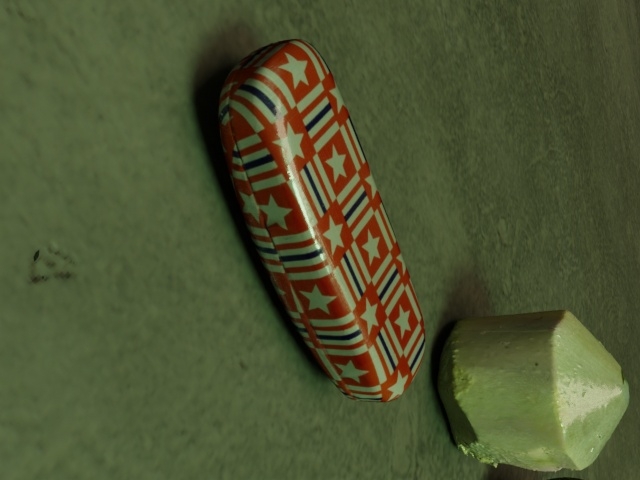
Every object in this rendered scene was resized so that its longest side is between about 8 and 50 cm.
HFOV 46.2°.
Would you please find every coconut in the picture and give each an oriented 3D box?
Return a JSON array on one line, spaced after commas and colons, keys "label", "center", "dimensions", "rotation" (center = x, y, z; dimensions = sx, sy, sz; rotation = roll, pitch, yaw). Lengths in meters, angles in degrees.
[{"label": "coconut", "center": [0.156, 0.107, 0.539], "dimensions": [0.116, 0.122, 0.116], "rotation": [15, 72, -56]}]

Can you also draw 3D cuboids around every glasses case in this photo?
[{"label": "glasses case", "center": [0.000, 0.000, 0.376], "dimensions": [0.073, 0.049, 0.194], "rotation": [-52, 128, -46]}]

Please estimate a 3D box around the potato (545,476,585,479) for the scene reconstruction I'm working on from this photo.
[{"label": "potato", "center": [0.214, 0.312, 0.574], "dimensions": [0.186, 0.149, 0.253], "rotation": [-20, 95, -55]}]
